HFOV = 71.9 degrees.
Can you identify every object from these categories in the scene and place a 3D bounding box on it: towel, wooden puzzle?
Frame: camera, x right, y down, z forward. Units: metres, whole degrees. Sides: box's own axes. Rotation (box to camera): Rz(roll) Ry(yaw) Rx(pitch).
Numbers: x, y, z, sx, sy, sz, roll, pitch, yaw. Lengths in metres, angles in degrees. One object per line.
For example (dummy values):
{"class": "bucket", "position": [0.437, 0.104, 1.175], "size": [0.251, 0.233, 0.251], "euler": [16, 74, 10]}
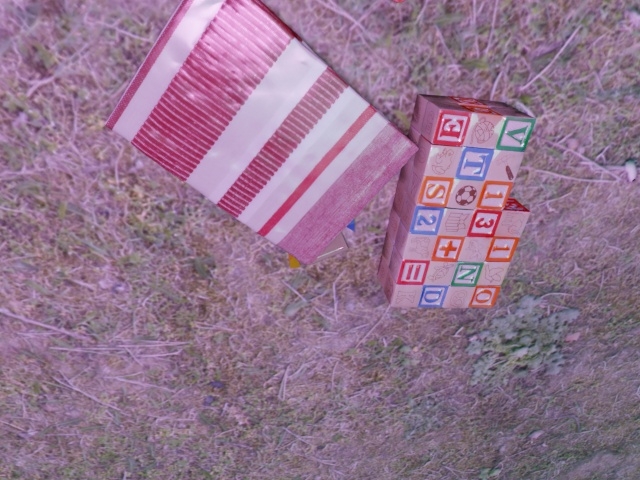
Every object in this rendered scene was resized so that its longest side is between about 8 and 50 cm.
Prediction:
{"class": "towel", "position": [-0.069, -0.134, 0.569], "size": [0.329, 0.037, 0.237], "euler": [36, 110, -20]}
{"class": "wooden puzzle", "position": [0.000, 0.000, 0.680], "size": [0.116, 0.014, 0.078], "euler": [-16, 126, 1]}

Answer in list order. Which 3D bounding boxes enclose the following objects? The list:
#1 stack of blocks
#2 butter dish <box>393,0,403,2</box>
{"class": "stack of blocks", "position": [0.200, -0.046, 0.641], "size": [0.171, 0.087, 0.297], "euler": [2, 120, -10]}
{"class": "butter dish", "position": [0.093, -0.346, 0.430], "size": [0.160, 0.118, 0.160], "euler": [36, 110, -26]}
